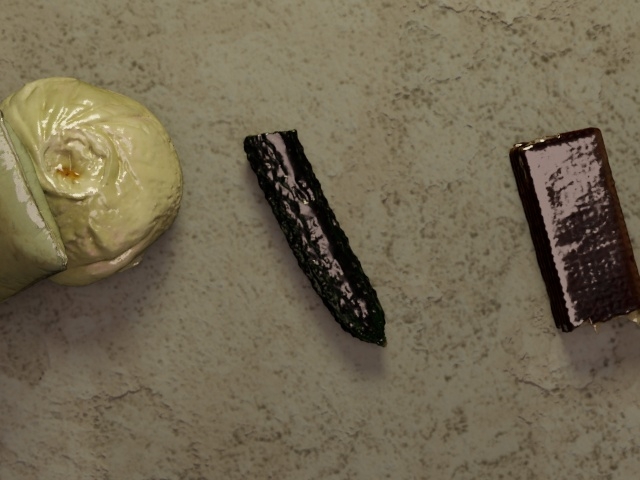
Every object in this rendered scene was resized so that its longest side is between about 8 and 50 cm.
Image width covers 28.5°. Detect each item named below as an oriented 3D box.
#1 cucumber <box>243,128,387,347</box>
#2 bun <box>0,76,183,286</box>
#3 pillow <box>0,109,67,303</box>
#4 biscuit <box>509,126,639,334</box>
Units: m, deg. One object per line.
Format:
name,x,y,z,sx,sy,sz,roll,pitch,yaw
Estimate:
cucumber,-0.002,0.001,1.507,0.072,0.072,0.300,-27,94,-4
bun,-0.280,-0.063,1.444,0.244,0.153,0.243,0,93,-1
pillow,-0.392,-0.010,1.394,0.075,0.302,0.184,-26,91,-46
biscuit,0.316,-0.009,1.535,0.106,0.070,0.252,-16,92,-4
